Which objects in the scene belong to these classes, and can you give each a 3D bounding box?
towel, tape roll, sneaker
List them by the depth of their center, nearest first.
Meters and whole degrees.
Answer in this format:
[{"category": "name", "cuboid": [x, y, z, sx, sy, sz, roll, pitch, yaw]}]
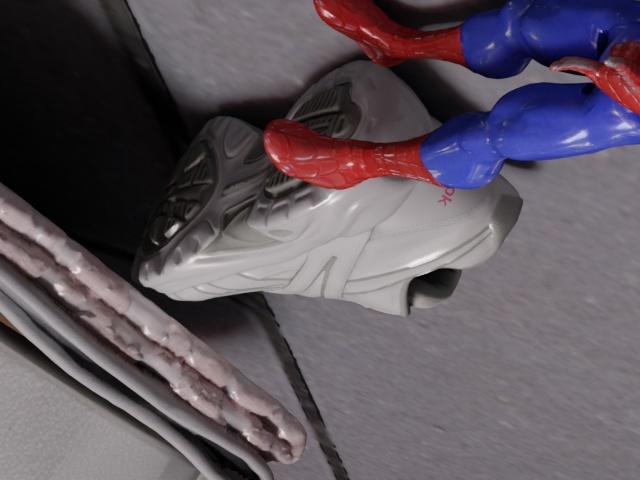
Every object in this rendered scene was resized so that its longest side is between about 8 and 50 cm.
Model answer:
[{"category": "sneaker", "cuboid": [0.000, 0.000, 0.875, 0.115, 0.090, 0.232, 32, 160, -23]}, {"category": "towel", "cuboid": [-0.188, -0.018, 0.986, 0.332, 0.053, 0.317, 43, 173, -36]}, {"category": "tape roll", "cuboid": [-0.234, 0.037, 1.092, 0.392, 0.072, 0.392, 35, 176, 3]}]

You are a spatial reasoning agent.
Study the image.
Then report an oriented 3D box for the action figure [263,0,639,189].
[{"category": "action figure", "cuboid": [0.070, -0.065, 0.615, 0.280, 0.091, 0.139, 4, 161, 46]}]
